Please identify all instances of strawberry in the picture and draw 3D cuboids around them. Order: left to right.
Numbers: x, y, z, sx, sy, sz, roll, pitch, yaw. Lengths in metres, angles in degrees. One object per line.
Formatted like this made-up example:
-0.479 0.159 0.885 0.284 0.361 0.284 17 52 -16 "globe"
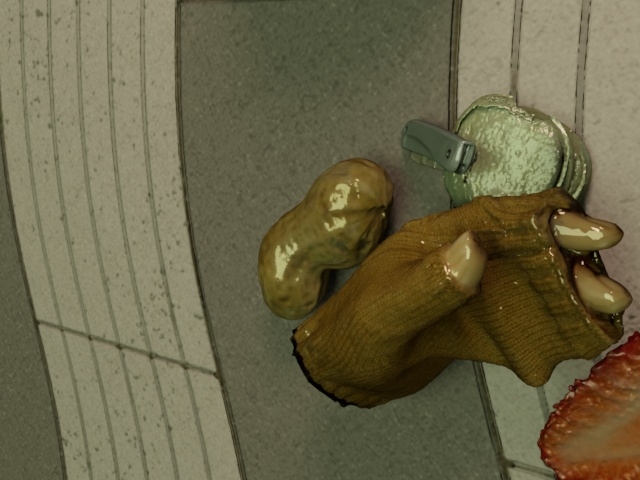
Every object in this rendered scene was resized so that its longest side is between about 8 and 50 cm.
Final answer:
0.326 0.140 0.662 0.286 0.106 0.188 -30 94 45 "strawberry"

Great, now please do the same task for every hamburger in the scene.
0.190 -0.070 0.757 0.140 0.062 0.133 45 117 23 "hamburger"

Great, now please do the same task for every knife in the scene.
0.114 -0.093 0.766 0.162 0.023 0.044 -126 52 -70 "knife"

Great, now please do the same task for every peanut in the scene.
0.000 0.000 0.873 0.229 0.098 0.103 -47 39 32 "peanut"

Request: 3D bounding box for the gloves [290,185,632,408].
0.121 0.058 0.731 0.356 0.203 0.155 -25 50 40 "gloves"
